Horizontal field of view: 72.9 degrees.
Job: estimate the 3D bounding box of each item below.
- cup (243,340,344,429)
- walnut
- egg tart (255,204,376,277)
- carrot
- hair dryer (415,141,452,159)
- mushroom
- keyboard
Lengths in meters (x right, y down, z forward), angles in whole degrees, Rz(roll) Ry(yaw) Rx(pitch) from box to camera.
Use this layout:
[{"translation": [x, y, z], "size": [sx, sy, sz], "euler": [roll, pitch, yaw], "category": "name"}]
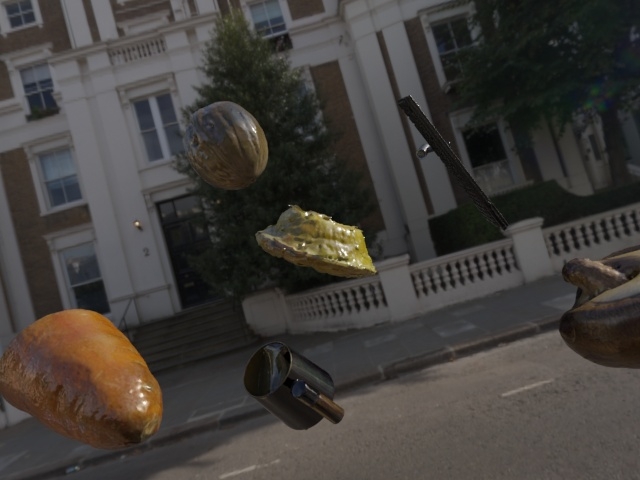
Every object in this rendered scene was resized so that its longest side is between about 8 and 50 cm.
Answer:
[{"translation": [-0.049, 0.342, 1.042], "size": [0.239, 0.166, 0.177], "euler": [-12, -46, 31], "category": "cup"}, {"translation": [-0.165, -0.165, 0.762], "size": [0.140, 0.162, 0.140], "euler": [-18, -34, -13], "category": "walnut"}, {"translation": [0.000, 0.000, 1.139], "size": [0.345, 0.132, 0.345], "euler": [18, 6, -2], "category": "egg tart"}, {"translation": [-0.292, 0.201, 0.568], "size": [0.225, 0.159, 0.159], "euler": [20, 20, 35], "category": "carrot"}, {"translation": [0.271, -0.220, 1.028], "size": [0.083, 0.026, 0.047], "euler": [-12, 24, 35], "category": "hair dryer"}, {"translation": [0.433, 0.090, 0.582], "size": [0.231, 0.138, 0.194], "euler": [-32, 15, -33], "category": "mushroom"}, {"translation": [0.248, -0.146, 0.819], "size": [0.018, 0.309, 0.101], "euler": [-39, 10, 11], "category": "keyboard"}]
